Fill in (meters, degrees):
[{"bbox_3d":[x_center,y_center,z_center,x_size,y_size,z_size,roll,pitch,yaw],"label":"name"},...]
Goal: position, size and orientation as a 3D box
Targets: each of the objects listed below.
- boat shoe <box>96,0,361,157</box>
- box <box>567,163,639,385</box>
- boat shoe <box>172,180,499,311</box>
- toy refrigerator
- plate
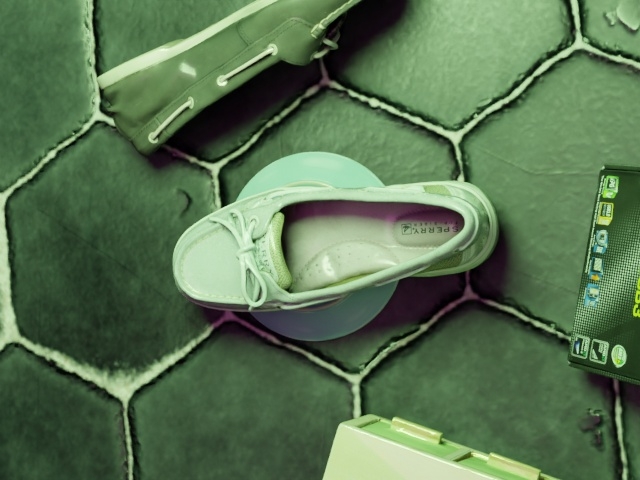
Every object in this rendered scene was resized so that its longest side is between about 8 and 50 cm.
[{"bbox_3d":[-0.061,-0.181,1.394,0.335,0.112,0.095,-22,99,23],"label":"boat shoe"},{"bbox_3d":[0.297,0.033,1.232,0.045,0.184,0.190,9,92,-26],"label":"box"},{"bbox_3d":[0.001,0.002,1.335,0.320,0.103,0.118,-6,87,18],"label":"boat shoe"},{"bbox_3d":[0.144,0.240,1.307,0.269,0.102,0.094,17,94,19],"label":"toy refrigerator"},{"bbox_3d":[-0.010,0.005,1.407,0.188,0.024,0.188,0,89,20],"label":"plate"}]
